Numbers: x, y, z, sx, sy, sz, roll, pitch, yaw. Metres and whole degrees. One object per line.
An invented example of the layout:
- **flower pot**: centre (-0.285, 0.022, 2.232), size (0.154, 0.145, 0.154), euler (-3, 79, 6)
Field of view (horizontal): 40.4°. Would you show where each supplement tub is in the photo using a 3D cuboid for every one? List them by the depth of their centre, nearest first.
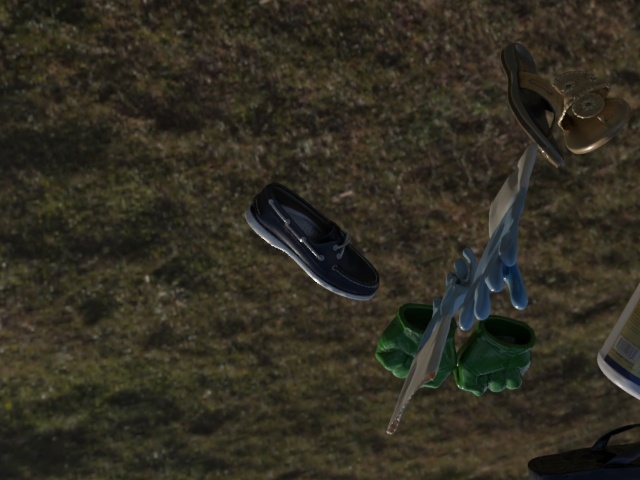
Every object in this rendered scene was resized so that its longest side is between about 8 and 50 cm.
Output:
- **supplement tub**: centre (0.784, 0.193, 1.925), size (0.228, 0.228, 0.316), euler (10, 112, -41)

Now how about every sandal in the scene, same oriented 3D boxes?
- **sandal**: centre (0.243, -0.161, 0.965), size (0.049, 0.180, 0.072), euler (-30, 134, 31)
- **sandal**: centre (0.324, -0.179, 1.110), size (0.088, 0.079, 0.240), euler (-44, -173, 20)
- **sandal**: centre (0.404, 0.284, 1.163), size (0.255, 0.054, 0.097), euler (-8, -175, -11)

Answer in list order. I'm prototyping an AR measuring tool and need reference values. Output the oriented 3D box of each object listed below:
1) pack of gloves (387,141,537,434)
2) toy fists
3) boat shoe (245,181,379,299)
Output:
- **pack of gloves**: centre (0.143, 0.044, 0.761), size (0.046, 0.232, 0.195), euler (28, 124, 3)
- **toy fists**: centre (0.238, 0.203, 1.535), size (0.279, 0.096, 0.142), euler (8, 132, -11)
- **boat shoe**: centre (0.000, 0.000, 0.694), size (0.125, 0.046, 0.038), euler (38, 127, -4)
